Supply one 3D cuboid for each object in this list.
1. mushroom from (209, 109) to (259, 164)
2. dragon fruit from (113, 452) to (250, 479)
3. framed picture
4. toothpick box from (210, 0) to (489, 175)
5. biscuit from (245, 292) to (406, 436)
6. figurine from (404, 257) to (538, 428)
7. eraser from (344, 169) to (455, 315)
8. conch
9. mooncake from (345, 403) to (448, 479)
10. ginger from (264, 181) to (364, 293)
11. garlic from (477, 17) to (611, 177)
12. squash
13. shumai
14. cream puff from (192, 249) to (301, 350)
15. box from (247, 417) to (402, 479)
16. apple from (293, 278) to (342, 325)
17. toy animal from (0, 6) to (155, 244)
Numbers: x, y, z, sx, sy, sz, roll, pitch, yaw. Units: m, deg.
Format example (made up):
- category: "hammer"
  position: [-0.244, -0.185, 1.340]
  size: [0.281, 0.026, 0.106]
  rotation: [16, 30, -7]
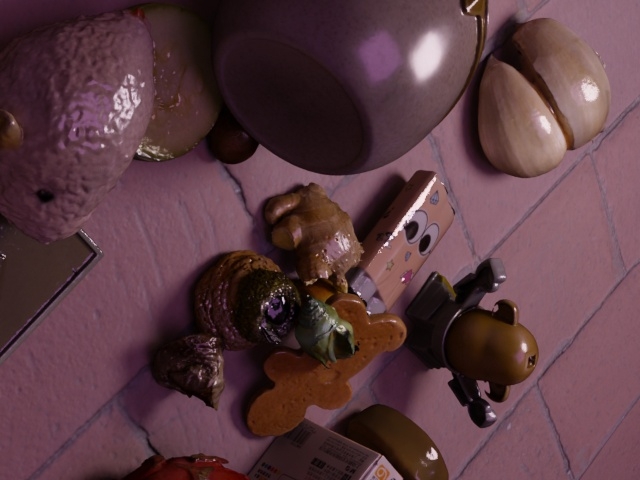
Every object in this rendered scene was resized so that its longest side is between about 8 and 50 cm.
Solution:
- category: "mushroom"
  position: [-0.133, -0.192, 1.681]
  size: [0.088, 0.073, 0.129]
  rotation: [39, 68, -5]
- category: "dragon fruit"
  position: [-0.235, 0.486, 1.631]
  size: [0.342, 0.277, 0.278]
  rotation: [-5, 104, -27]
- category: "framed picture"
  position: [-0.498, 0.057, 1.464]
  size: [0.324, 0.020, 0.240]
  rotation: [-50, 128, -19]
- category: "toothpick box"
  position: [0.067, -0.349, 1.583]
  size: [0.425, 0.409, 0.409]
  rotation: [-55, 130, -30]
- category: "biscuit"
  position: [-0.013, 0.234, 1.833]
  size: [0.216, 0.047, 0.340]
  rotation: [31, 108, -32]
- category: "figurine"
  position: [0.315, 0.205, 2.022]
  size: [0.167, 0.285, 0.343]
  rotation: [-33, 119, -28]
- category: "eraser"
  position: [0.149, 0.016, 1.953]
  size: [0.290, 0.087, 0.171]
  rotation: [-52, 143, -18]
- category: "conch"
  position: [0.009, 0.163, 1.714]
  size: [0.201, 0.094, 0.080]
  rotation: [48, 38, -48]
- category: "mooncake"
  position: [0.138, 0.441, 1.981]
  size: [0.117, 0.234, 0.235]
  rotation: [-32, 120, -27]
- category: "ginger"
  position: [0.000, 0.000, 1.803]
  size: [0.157, 0.102, 0.216]
  rotation: [-28, 88, -39]
- category: "garlic"
  position: [0.468, -0.289, 2.104]
  size: [0.249, 0.286, 0.313]
  rotation: [-89, 161, -51]
- category: "squash"
  position: [-0.253, -0.250, 1.576]
  size: [0.252, 0.049, 0.252]
  rotation: [-12, 108, -39]
- category: "shumai"
  position: [-0.214, 0.215, 1.671]
  size: [0.123, 0.105, 0.139]
  rotation: [11, 109, -30]
- category: "cream puff"
  position: [-0.109, 0.118, 1.713]
  size: [0.183, 0.169, 0.183]
  rotation: [-13, 109, -39]
- category: "box"
  position: [-0.013, 0.456, 1.814]
  size: [0.221, 0.274, 0.091]
  rotation: [-49, 123, -18]
- category: "apple"
  position: [-0.009, 0.115, 1.842]
  size: [0.114, 0.102, 0.099]
  rotation: [8, 98, -41]
- category: "toy animal"
  position: [-0.359, -0.179, 1.385]
  size: [0.226, 0.188, 0.358]
  rotation: [30, 86, -29]
